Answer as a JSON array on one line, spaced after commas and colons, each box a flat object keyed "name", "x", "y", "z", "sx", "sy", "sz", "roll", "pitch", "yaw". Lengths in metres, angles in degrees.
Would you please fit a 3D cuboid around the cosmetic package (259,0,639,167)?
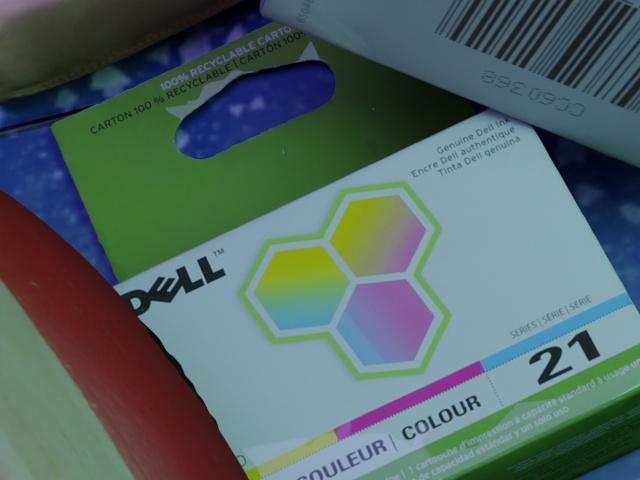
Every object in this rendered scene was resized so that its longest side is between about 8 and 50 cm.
[{"name": "cosmetic package", "x": 0.139, "y": -0.234, "z": 0.713, "sx": 0.217, "sy": 0.156, "sz": 0.385, "roll": 20, "pitch": 62, "yaw": -7}]

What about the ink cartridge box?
[{"name": "ink cartridge box", "x": 0.000, "y": 0.000, "z": 0.733, "sx": 0.189, "sy": 0.097, "sz": 0.255, "roll": -26, "pitch": 67, "yaw": -2}]

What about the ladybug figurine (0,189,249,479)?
[{"name": "ladybug figurine", "x": -0.118, "y": 0.141, "z": 0.608, "sx": 0.162, "sy": 0.305, "sz": 0.449, "roll": -15, "pitch": 67, "yaw": -42}]

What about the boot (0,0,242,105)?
[{"name": "boot", "x": -0.060, "y": -0.213, "z": 0.835, "sx": 0.270, "sy": 0.089, "sz": 0.236, "roll": -19, "pitch": 66, "yaw": 2}]
